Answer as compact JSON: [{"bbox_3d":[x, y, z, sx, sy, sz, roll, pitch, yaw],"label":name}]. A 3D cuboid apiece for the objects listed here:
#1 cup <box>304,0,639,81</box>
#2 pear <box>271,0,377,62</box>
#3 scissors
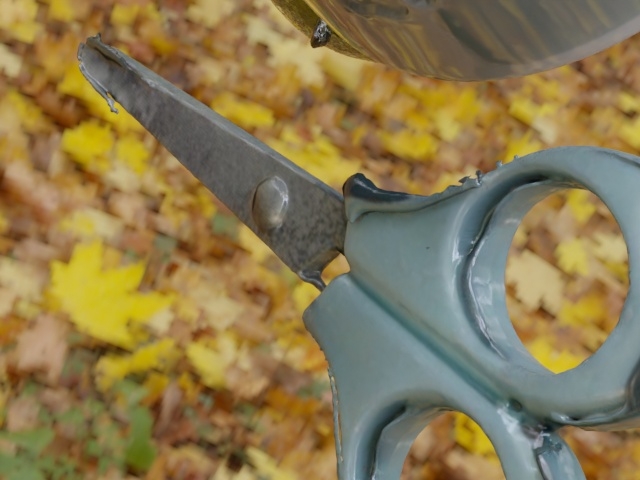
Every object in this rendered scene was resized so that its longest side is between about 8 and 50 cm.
[{"bbox_3d":[0.011,-0.270,0.810,0.259,0.274,0.357,-43,56,4],"label":"cup"},{"bbox_3d":[0.035,-0.188,1.207,0.166,0.180,0.216,43,36,-5],"label":"pear"},{"bbox_3d":[-0.001,0.000,0.752,0.029,0.191,0.360,8,23,-46],"label":"scissors"}]
